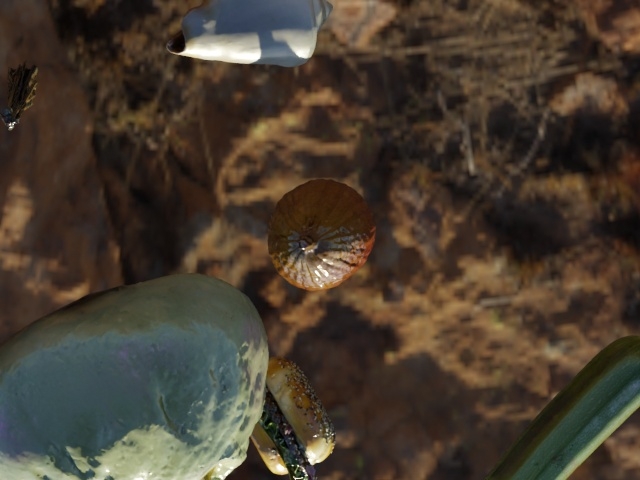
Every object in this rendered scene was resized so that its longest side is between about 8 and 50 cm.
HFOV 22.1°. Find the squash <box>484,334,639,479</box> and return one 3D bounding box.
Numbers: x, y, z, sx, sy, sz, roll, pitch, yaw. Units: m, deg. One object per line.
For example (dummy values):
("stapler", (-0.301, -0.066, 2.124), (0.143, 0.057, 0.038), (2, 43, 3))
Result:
("squash", (0.236, 0.178, 1.545), (0.229, 0.066, 0.066), (-47, 126, -1))

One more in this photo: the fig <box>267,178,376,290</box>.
("fig", (0.009, -0.004, 1.684), (0.119, 0.119, 0.153), (19, 177, -19))

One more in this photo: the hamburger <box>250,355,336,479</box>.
("hamburger", (-0.045, 0.203, 1.947), (0.093, 0.189, 0.164), (-29, 124, -3))

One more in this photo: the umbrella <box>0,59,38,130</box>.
("umbrella", (-0.202, -0.097, 1.098), (0.020, 0.083, 0.031), (4, 119, -6))

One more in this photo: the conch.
("conch", (-0.065, -0.216, 1.556), (0.176, 0.094, 0.104), (0, 154, -21))

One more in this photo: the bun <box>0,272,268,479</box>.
("bun", (-0.163, 0.155, 1.400), (0.283, 0.179, 0.283), (-19, 161, -7))
